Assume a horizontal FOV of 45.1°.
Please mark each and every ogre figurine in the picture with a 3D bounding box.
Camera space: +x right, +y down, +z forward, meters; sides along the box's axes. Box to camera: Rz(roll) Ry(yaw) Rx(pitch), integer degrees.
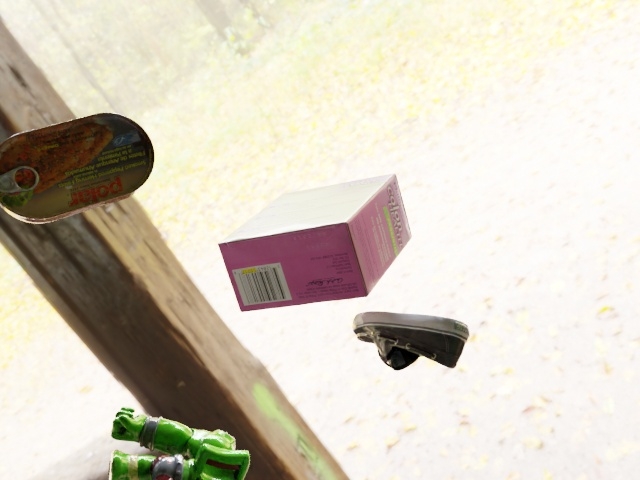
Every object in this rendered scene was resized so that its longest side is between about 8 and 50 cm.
[{"bbox_3d":[-0.125,0.221,0.678,0.118,0.097,0.197,5,7,-16],"label":"ogre figurine"}]

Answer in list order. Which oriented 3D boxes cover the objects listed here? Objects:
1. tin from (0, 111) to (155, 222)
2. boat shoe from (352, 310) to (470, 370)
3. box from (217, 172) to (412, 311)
[{"bbox_3d":[-0.290,-0.084,0.909,0.189,0.106,0.040,-19,-9,-23],"label":"tin"},{"bbox_3d":[0.118,0.148,1.095,0.228,0.080,0.076,-4,66,52],"label":"boat shoe"},{"bbox_3d":[0.000,0.000,1.200,0.213,0.117,0.243,-9,18,25],"label":"box"}]
